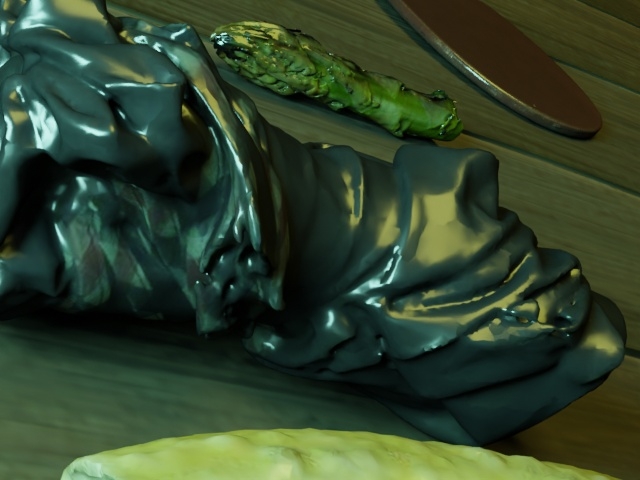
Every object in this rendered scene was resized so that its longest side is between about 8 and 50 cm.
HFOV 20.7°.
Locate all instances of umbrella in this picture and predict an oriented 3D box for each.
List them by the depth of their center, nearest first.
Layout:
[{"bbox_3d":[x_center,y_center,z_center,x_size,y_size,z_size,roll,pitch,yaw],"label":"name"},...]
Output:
[{"bbox_3d":[-0.001,0.000,0.570,0.272,0.110,0.122,18,-9,-38],"label":"umbrella"}]

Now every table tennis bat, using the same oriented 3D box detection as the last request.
[{"bbox_3d":[0.083,-0.155,1.160,0.154,0.021,0.274,7,35,-51],"label":"table tennis bat"}]

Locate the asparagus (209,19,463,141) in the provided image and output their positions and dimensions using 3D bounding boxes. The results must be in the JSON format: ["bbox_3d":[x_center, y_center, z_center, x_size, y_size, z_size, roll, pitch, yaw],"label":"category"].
[{"bbox_3d":[0.009,-0.079,0.863,0.165,0.030,0.036,17,50,-42],"label":"asparagus"}]

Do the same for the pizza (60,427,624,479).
[{"bbox_3d":[0.099,0.145,0.396,0.365,0.074,0.182,31,34,-7],"label":"pizza"}]
